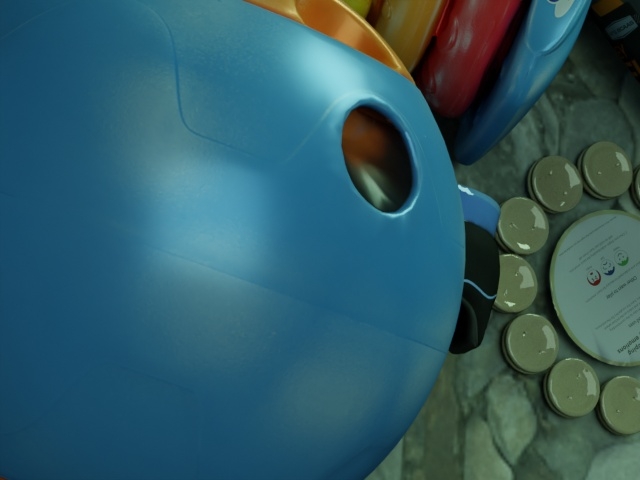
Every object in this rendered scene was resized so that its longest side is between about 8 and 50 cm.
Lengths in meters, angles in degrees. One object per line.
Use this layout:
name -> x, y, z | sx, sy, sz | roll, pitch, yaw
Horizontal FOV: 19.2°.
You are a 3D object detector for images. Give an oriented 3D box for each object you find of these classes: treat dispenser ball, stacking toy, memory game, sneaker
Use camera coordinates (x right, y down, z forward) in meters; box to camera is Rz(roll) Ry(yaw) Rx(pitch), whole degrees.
treat dispenser ball -> -0.078, 0.004, 0.872 | 0.288, 0.288, 0.288 | 5, 76, -23
stacking toy -> 0.003, -0.181, 1.085 | 0.302, 0.166, 0.175 | 21, 74, -3
memory game -> 0.183, 0.029, 1.174 | 0.186, 0.012, 0.186 | 6, 76, -23
sneaker -> 0.000, 0.000, 1.061 | 0.232, 0.081, 0.090 | 13, 67, -21

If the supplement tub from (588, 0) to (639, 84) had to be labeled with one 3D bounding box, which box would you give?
supplement tub -> 0.239, -0.141, 1.179 | 0.117, 0.117, 0.190 | -38, 94, -26
